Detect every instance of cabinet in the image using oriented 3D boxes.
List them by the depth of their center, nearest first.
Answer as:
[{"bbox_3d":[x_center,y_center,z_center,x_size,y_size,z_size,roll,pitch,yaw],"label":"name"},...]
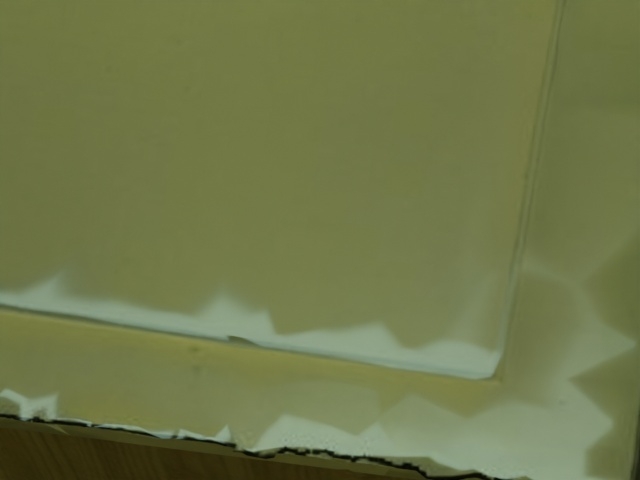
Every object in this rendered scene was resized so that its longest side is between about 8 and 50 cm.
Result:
[{"bbox_3d":[0.000,0.000,0.540,0.318,0.290,0.227,7,63,8],"label":"cabinet"}]
